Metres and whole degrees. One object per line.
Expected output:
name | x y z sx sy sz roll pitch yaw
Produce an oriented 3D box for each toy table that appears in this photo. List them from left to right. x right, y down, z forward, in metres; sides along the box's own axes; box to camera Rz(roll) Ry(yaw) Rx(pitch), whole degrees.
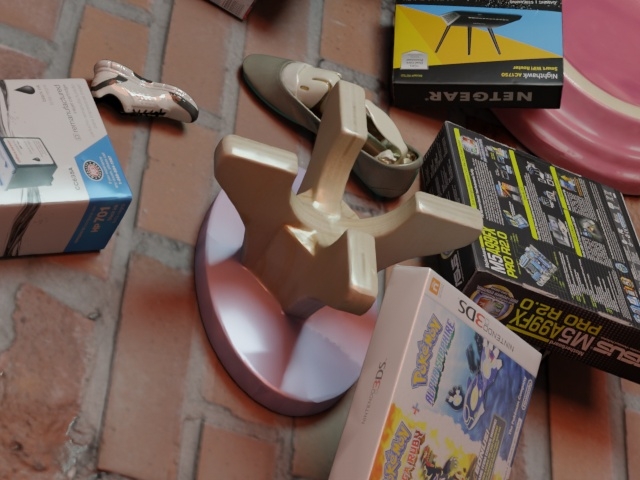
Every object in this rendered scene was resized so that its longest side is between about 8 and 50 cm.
toy table | 0.000 0.000 1.558 0.252 0.161 0.274 7 50 -28

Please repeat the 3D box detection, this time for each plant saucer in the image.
plant saucer | 0.317 -0.205 1.987 0.332 0.084 0.332 18 46 -20

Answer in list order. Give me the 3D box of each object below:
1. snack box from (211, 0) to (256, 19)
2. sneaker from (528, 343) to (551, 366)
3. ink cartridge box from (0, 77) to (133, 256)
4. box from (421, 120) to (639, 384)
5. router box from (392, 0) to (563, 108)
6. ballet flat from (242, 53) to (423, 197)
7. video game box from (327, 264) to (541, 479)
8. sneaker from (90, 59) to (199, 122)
snack box | -0.120 -0.303 1.826 0.141 0.037 0.100 30 42 -8
sneaker | 0.164 0.106 1.654 0.071 0.068 0.170 36 32 19
ink cartridge box | -0.277 -0.062 1.492 0.190 0.082 0.139 -4 57 -36
box | 0.217 0.008 1.713 0.216 0.060 0.270 20 31 -17
router box | 0.167 -0.204 1.854 0.179 0.046 0.133 1 56 4
ballet flat | 0.017 -0.131 1.745 0.213 0.068 0.072 41 43 5
video game box | 0.099 0.150 1.461 0.187 0.048 0.205 34 65 -41
sneaker | -0.169 -0.131 1.655 0.109 0.040 0.044 20 62 -12
